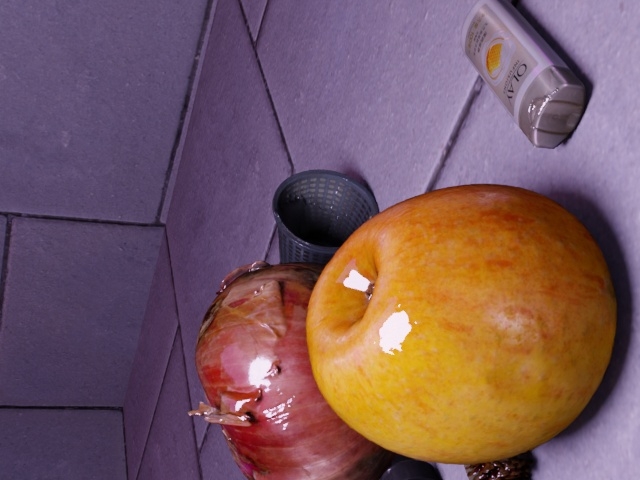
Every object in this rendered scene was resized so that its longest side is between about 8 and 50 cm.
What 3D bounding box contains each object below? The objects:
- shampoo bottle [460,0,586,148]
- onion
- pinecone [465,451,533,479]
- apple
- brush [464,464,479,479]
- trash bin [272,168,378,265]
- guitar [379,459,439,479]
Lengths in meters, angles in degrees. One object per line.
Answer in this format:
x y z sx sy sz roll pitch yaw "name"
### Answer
0.228 -0.200 1.050 0.227 0.055 0.086 -110 30 -48 "shampoo bottle"
-0.025 0.195 1.261 0.353 0.353 0.354 -176 90 -70 "onion"
0.200 0.261 1.019 0.077 0.077 0.083 -172 77 -70 "pinecone"
0.136 0.081 0.946 0.299 0.275 0.299 -170 90 -71 "apple"
0.199 0.294 1.082 0.190 0.027 0.034 -108 20 -61 "brush"
0.000 0.000 1.503 0.161 0.175 0.175 101 162 -49 "trash bin"
0.065 0.400 1.246 0.271 0.083 0.038 -54 35 25 "guitar"
